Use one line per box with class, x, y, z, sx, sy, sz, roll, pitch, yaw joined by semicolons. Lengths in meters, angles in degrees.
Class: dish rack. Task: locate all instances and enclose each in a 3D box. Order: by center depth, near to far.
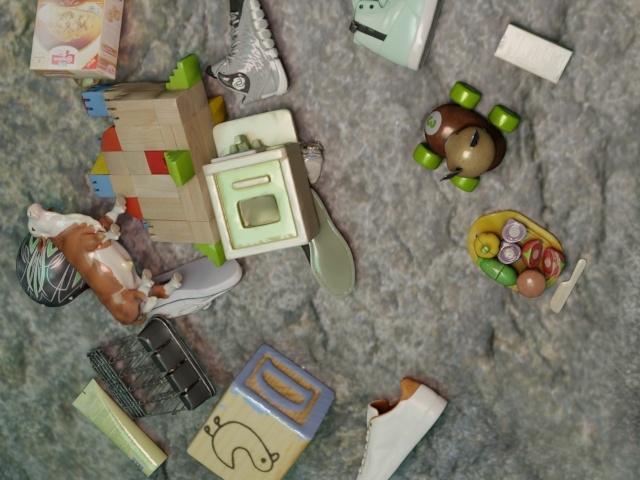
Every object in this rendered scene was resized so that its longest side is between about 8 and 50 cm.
dish rack;-0.365;0.277;1.800;0.272;0.074;0.208;-21;105;44

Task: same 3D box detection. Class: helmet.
helmet;-0.531;0.045;1.741;0.170;0.161;0.169;5;109;15

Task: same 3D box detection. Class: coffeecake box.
coffeecake box;-0.441;-0.392;1.569;0.142;0.068;0.185;4;87;18

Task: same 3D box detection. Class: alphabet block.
alphabet block;-0.115;0.359;1.708;0.192;0.193;0.197;35;114;5

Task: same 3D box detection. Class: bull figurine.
bull figurine;-0.410;0.027;1.629;0.188;0.101;0.310;-24;113;35

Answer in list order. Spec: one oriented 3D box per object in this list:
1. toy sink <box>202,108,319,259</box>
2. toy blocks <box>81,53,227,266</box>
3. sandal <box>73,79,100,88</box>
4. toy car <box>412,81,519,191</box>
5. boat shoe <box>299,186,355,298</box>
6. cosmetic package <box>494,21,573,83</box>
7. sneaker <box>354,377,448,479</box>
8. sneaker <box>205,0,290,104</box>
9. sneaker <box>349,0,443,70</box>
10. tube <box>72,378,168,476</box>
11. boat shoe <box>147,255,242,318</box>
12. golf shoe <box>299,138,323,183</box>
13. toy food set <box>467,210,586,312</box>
toy sink;-0.108;-0.101;1.503;0.153;0.131;0.234;-11;98;11
toy blocks;-0.318;-0.144;1.613;0.261;0.190;0.381;2;121;25
sandal;-0.445;-0.379;1.641;0.072;0.049;0.180;-12;89;14
toy car;0.233;-0.157;1.433;0.149;0.188;0.155;32;113;4
boat shoe;0.000;0.000;1.623;0.081;0.069;0.227;-25;102;-7
cosmetic package;0.352;-0.311;1.427;0.115;0.041;0.060;28;114;6
sneaker;0.123;0.390;1.705;0.123;0.106;0.290;37;105;9
sneaker;-0.152;-0.346;1.518;0.132;0.086;0.228;-23;102;-3
sneaker;0.131;-0.424;1.427;0.151;0.094;0.255;21;111;12
tube;-0.439;0.414;1.899;0.240;0.062;0.070;43;73;4
boat shoe;-0.256;0.100;1.728;0.258;0.095;0.084;-13;135;27
golf shoe;-0.082;-0.145;1.600;0.176;0.069;0.086;9;116;15
toy food set;0.359;0.039;1.526;0.218;0.071;0.128;32;114;4
